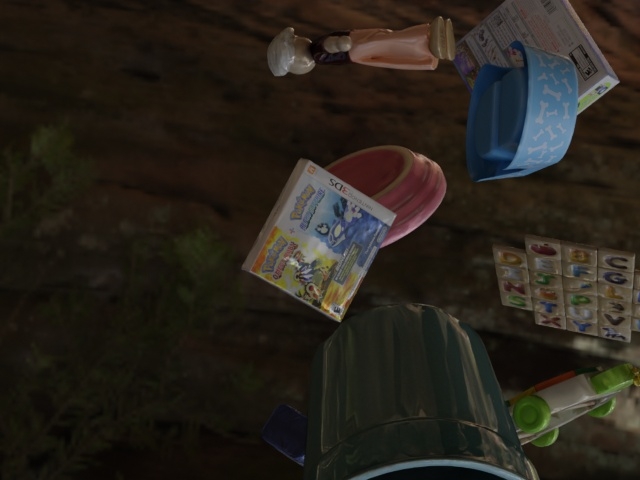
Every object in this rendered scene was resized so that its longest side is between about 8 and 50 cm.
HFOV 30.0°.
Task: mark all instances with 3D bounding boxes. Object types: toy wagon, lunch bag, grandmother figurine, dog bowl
[{"bbox_3d":[0.367,0.263,1.868,0.344,0.068,0.267,-36,159,30],"label":"toy wagon"},{"bbox_3d":[-0.033,0.305,1.845,0.098,0.067,0.065,30,168,29],"label":"lunch bag"},{"bbox_3d":[0.060,-0.348,2.169,0.342,0.104,0.208,-3,176,21],"label":"grandmother figurine"},{"bbox_3d":[0.266,-0.165,1.599,0.074,0.166,0.297,5,175,-7],"label":"dog bowl"}]

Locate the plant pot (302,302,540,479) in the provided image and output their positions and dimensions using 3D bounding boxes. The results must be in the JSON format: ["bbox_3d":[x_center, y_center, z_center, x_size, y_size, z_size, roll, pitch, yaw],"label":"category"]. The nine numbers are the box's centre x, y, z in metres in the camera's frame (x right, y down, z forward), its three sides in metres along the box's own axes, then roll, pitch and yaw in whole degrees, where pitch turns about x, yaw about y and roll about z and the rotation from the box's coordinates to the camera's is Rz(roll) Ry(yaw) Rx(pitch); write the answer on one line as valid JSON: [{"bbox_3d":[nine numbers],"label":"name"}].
[{"bbox_3d":[0.118,0.278,1.547,0.341,0.341,0.334,6,-143,-7],"label":"plant pot"}]

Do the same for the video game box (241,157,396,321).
[{"bbox_3d":[0.000,0.000,1.928,0.187,0.205,0.048,30,174,-22],"label":"video game box"}]

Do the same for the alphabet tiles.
[{"bbox_3d":[0.433,0.085,1.990,0.285,0.011,0.342,11,156,18],"label":"alphabet tiles"}]

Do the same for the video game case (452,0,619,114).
[{"bbox_3d":[0.398,-0.332,2.272,0.244,0.269,0.061,-39,150,26],"label":"video game case"}]

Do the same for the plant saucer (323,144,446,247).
[{"bbox_3d":[0.084,-0.091,2.390,0.332,0.084,0.332,-20,-153,11],"label":"plant saucer"}]
